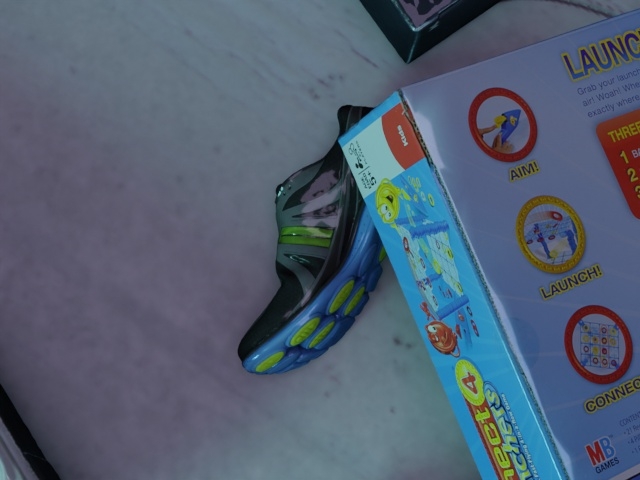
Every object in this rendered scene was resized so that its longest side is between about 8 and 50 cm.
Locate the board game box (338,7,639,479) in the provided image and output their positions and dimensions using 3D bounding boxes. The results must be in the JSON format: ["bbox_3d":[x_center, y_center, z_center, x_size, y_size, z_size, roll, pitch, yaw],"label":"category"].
[{"bbox_3d":[0.208,0.021,0.817,0.308,0.086,0.302,-20,84,-26],"label":"board game box"}]

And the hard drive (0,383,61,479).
[{"bbox_3d":[-0.316,0.109,0.830,0.237,0.064,0.339,-33,73,-5],"label":"hard drive"}]

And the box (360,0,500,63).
[{"bbox_3d":[0.074,-0.224,0.890,0.156,0.093,0.158,-34,85,-5],"label":"box"}]

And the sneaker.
[{"bbox_3d":[0.000,0.000,0.887,0.078,0.067,0.188,26,85,23],"label":"sneaker"}]
